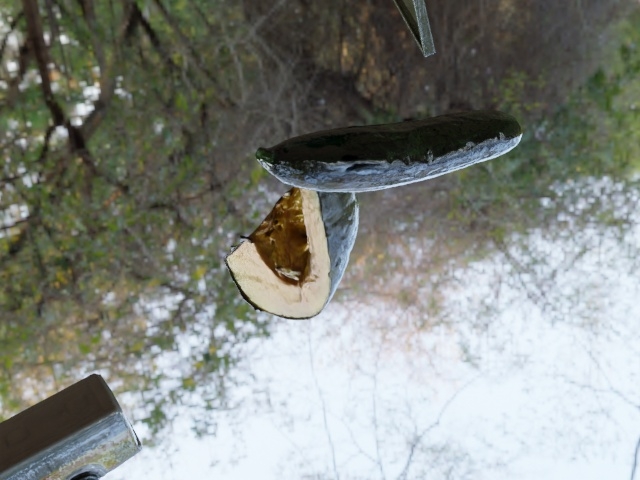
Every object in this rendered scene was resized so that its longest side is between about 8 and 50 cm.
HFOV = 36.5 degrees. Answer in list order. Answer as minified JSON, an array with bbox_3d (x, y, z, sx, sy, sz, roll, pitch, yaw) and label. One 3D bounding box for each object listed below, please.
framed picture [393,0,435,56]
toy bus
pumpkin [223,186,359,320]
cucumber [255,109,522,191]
[{"bbox_3d":[0.095,-0.383,1.296,0.023,0.189,0.260,-18,-139,2],"label":"framed picture"},{"bbox_3d":[-0.327,0.247,1.026,0.268,0.106,0.092,-28,-136,-19],"label":"toy bus"},{"bbox_3d":[0.000,0.000,1.420,0.148,0.169,0.312,-34,173,-36],"label":"pumpkin"},{"bbox_3d":[0.068,-0.071,0.774,0.284,0.056,0.056,-12,-157,-40],"label":"cucumber"}]
